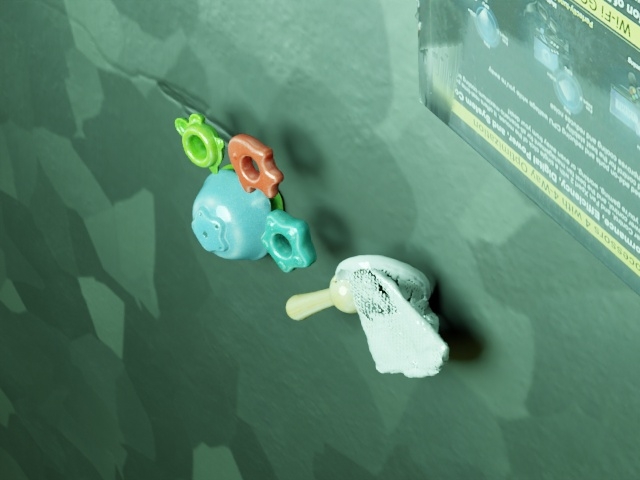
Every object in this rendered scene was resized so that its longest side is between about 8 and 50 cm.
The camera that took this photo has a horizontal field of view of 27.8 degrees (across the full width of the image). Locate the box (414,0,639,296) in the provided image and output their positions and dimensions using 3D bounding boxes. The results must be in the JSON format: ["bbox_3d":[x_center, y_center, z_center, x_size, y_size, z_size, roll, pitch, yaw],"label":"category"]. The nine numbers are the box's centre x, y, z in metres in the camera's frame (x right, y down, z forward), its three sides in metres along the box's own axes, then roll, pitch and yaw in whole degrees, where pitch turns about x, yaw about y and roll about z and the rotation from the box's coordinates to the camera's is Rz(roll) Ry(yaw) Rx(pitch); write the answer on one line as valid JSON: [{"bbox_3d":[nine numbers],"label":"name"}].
[{"bbox_3d":[0.164,-0.080,0.363,0.395,0.097,0.318,48,153,42],"label":"box"}]

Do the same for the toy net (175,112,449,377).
[{"bbox_3d":[0.000,0.000,0.816,0.232,0.045,0.122,30,134,31],"label":"toy net"}]
